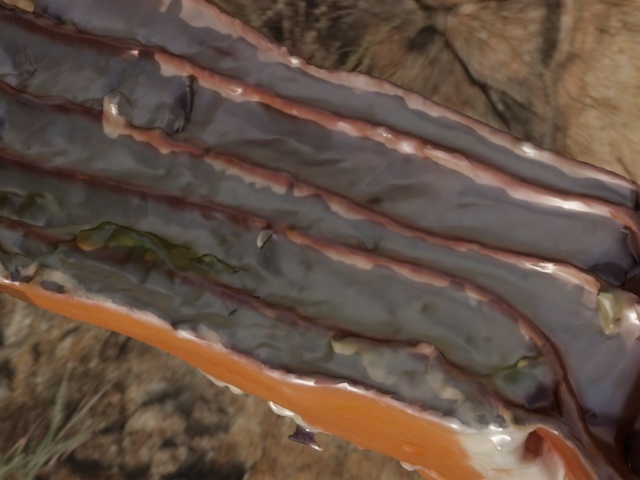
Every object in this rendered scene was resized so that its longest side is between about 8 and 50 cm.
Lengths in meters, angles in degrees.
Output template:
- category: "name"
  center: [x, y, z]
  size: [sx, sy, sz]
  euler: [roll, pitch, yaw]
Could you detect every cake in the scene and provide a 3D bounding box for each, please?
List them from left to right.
- category: "cake"
  center: [-0.004, 0.006, 0.465]
  size: [0.287, 0.135, 0.098]
  euler: [27, 82, 15]
